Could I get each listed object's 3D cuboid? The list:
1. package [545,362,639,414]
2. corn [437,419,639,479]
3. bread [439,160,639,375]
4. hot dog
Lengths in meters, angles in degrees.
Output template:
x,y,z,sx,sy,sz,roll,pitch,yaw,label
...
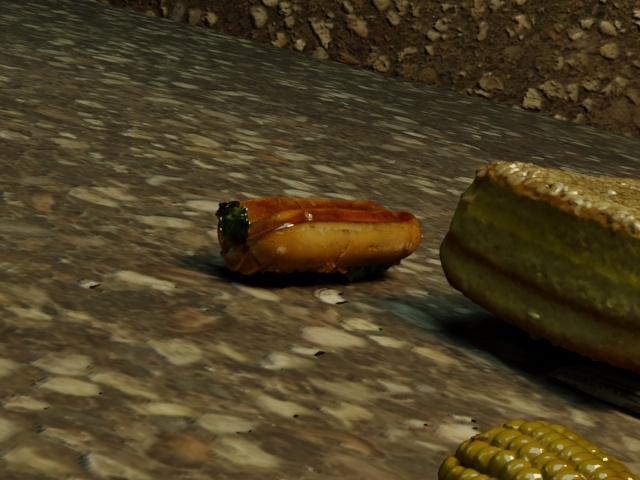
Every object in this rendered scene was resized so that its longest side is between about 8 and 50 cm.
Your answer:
x,y,z,sx,sy,sz,roll,pitch,yaw,label
0.193,0.095,0.779,0.110,0.015,0.037,20,15,30,package
0.112,0.130,0.421,0.080,0.080,0.231,6,14,-26,corn
0.215,0.024,0.873,0.234,0.110,0.184,6,17,-44,bread
0.000,0.000,0.905,0.188,0.055,0.072,-1,16,-44,hot dog
